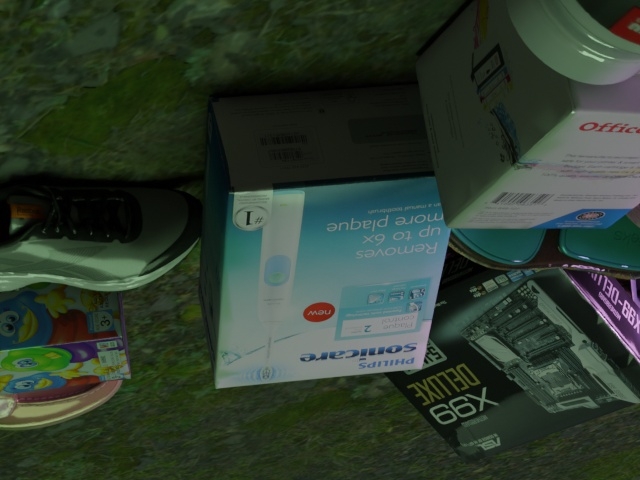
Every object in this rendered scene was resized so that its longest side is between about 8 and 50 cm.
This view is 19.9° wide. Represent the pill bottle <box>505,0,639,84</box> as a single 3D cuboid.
[{"bbox_3d":[0.256,-0.231,1.299,0.161,0.161,0.283,2,157,-24],"label":"pill bottle"}]

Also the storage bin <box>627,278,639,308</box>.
[{"bbox_3d":[0.421,0.028,2.162,0.135,0.098,0.091,-7,-173,-4],"label":"storage bin"}]

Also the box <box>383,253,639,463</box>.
[{"bbox_3d":[0.222,0.120,2.147,0.307,0.076,0.242,-25,115,38],"label":"box"}]

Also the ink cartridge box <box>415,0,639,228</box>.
[{"bbox_3d":[0.215,-0.129,1.542,0.171,0.168,0.233,1,157,-25],"label":"ink cartridge box"}]

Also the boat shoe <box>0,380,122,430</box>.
[{"bbox_3d":[-0.398,0.152,2.107,0.341,0.121,0.110,-5,160,-7],"label":"boat shoe"}]

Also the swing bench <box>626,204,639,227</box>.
[{"bbox_3d":[0.455,-0.048,1.854,0.255,0.165,0.253,-21,157,30],"label":"swing bench"}]

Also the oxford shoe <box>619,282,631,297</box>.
[{"bbox_3d":[0.404,0.083,2.285,0.397,0.140,0.146,15,115,-35],"label":"oxford shoe"}]

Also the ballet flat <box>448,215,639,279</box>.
[{"bbox_3d":[0.217,-0.027,1.912,0.349,0.123,0.123,11,152,-35],"label":"ballet flat"}]

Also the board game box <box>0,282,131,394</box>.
[{"bbox_3d":[-0.345,0.075,1.893,0.275,0.144,0.142,-8,159,-5],"label":"board game box"}]

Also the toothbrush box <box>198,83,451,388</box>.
[{"bbox_3d":[0.000,0.000,1.743,0.216,0.126,0.295,-4,141,-11],"label":"toothbrush box"}]

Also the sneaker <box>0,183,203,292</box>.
[{"bbox_3d":[-0.247,-0.009,1.784,0.272,0.100,0.108,-6,153,-6],"label":"sneaker"}]
